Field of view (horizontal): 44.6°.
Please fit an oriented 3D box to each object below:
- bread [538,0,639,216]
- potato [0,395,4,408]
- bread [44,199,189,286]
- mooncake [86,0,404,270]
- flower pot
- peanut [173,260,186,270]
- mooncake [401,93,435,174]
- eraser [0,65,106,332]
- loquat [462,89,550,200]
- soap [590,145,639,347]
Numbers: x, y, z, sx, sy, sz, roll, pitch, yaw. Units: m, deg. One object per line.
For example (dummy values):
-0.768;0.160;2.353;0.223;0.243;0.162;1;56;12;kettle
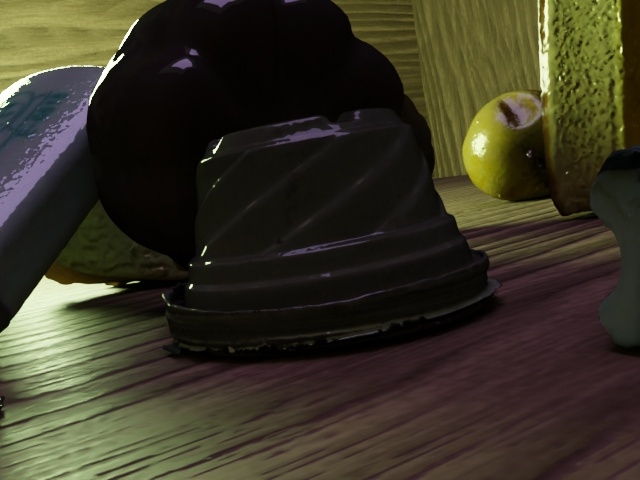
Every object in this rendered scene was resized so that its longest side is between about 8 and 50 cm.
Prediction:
0.426;-0.209;1.012;0.324;0.333;0.143;-8;6;-38;bread
-0.199;0.071;0.365;0.086;0.061;0.122;-7;5;-8;potato
-0.218;-0.040;0.962;0.224;0.183;0.211;-6;4;-3;bread
-0.050;-0.089;0.720;0.306;0.306;0.154;-12;12;-38;mooncake
-0.002;-0.012;0.541;0.236;0.140;0.235;-9;3;1;flower pot
-0.107;-0.055;0.830;0.093;0.194;0.083;24;-17;18;peanut
0.040;-0.101;1.050;0.228;0.228;0.124;-8;-3;7;mooncake
-0.288;-0.039;0.704;0.189;0.104;0.290;-9;39;27;eraser
0.358;-0.168;1.390;0.213;0.213;0.213;-8;5;1;loquat
0.246;-0.011;0.425;0.150;0.094;0.261;1;8;31;soap
